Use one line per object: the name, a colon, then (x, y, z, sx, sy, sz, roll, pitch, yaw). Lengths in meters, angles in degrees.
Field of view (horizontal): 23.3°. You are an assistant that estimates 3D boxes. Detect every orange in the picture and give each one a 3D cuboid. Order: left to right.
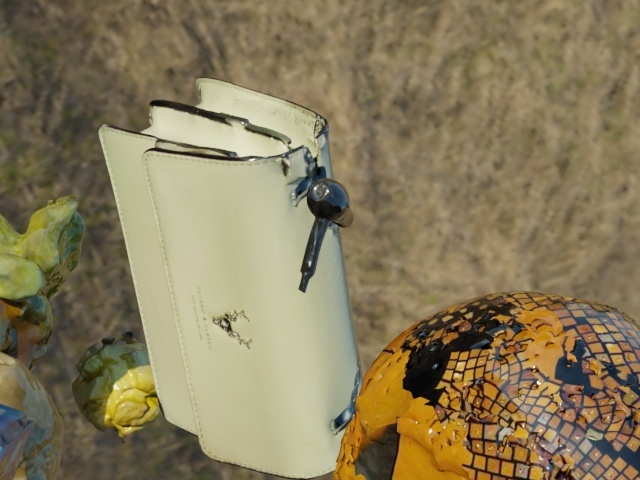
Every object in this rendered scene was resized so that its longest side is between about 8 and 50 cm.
orange: (0.115, 0.143, 0.835, 0.182, 0.234, 0.234, -6, 76, -52)

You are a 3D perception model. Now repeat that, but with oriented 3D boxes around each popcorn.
popcorn: (-0.457, 0.073, 1.889, 0.279, 0.336, 0.274, 19, 12, -1)
popcorn: (-0.268, 0.198, 2.127, 0.148, 0.167, 0.152, -20, 100, -39)

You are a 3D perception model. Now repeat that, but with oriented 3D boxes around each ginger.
ginger: (-0.353, 0.211, 1.676, 0.152, 0.138, 0.267, -70, 145, -55)

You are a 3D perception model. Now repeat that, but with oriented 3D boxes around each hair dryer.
hair dryer: (0.000, 0.000, 1.107, 0.079, 0.031, 0.083, 49, 59, -69)

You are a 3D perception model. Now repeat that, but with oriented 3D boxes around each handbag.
handbag: (-0.074, 0.041, 1.552, 0.160, 0.236, 0.359, -32, 125, -38)

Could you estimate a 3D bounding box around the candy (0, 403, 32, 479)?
candy: (-0.364, 0.296, 1.396, 0.157, 0.100, 0.306, -105, -146, -87)
